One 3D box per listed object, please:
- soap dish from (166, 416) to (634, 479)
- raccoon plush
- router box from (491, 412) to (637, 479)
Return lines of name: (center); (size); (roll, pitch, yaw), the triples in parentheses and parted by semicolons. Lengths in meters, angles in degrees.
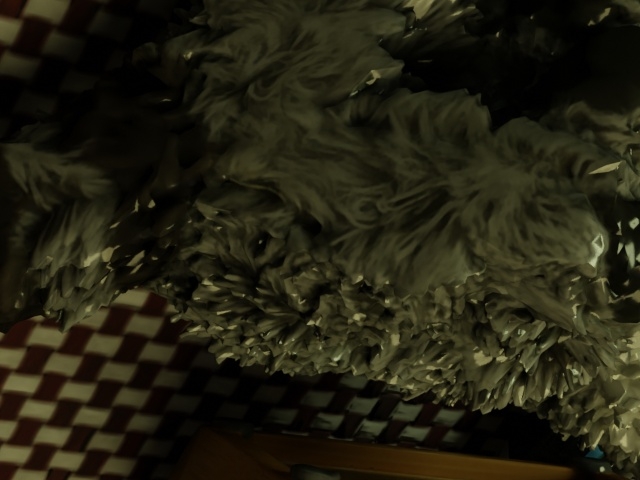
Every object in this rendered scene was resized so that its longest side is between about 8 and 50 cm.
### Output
soap dish: (0.066, 0.169, 0.905); (0.291, 0.229, 0.118); (8, 90, -16)
raccoon plush: (0.000, 0.000, 0.836); (0.446, 0.216, 0.299); (-1, 151, 10)
router box: (0.179, 0.138, 1.054); (0.133, 0.046, 0.179); (32, 112, -11)
